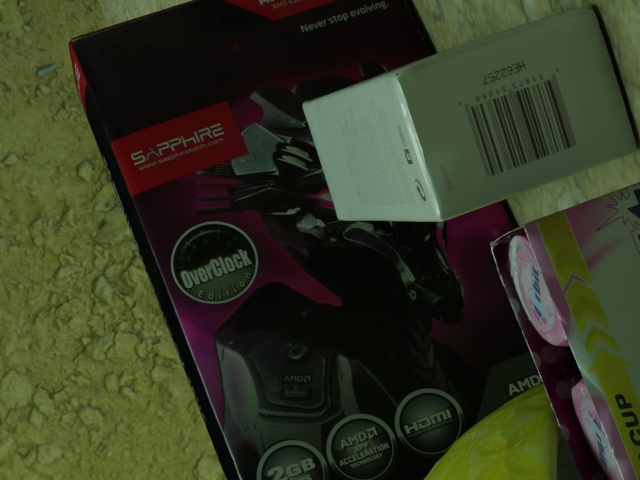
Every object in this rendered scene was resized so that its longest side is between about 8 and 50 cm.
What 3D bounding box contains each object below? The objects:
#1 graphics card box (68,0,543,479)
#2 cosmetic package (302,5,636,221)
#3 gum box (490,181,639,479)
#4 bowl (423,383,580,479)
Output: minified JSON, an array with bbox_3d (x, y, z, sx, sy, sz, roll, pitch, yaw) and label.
[{"bbox_3d":[0.000,0.000,1.065,0.094,0.233,0.371,103,147,-69],"label":"graphics card box"},{"bbox_3d":[0.074,-0.065,0.901,0.231,0.117,0.085,-173,65,-76],"label":"cosmetic package"},{"bbox_3d":[0.164,0.067,0.711,0.062,0.107,0.188,131,119,-77],"label":"gum box"},{"bbox_3d":[0.104,0.223,0.814,0.289,0.156,0.289,50,-150,-43],"label":"bowl"}]
